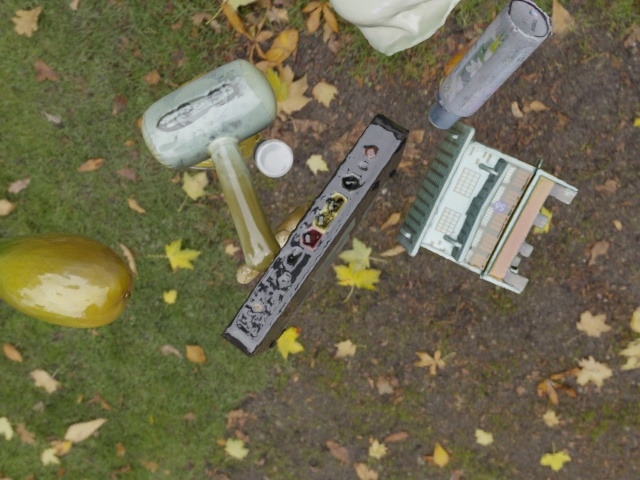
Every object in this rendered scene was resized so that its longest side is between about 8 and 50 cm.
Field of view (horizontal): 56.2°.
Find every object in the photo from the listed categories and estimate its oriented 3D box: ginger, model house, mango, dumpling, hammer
[{"bbox_3d":[-0.055,-0.009,1.241,0.333,0.148,0.081,-34,111,15],"label":"ginger"},{"bbox_3d":[0.266,-0.052,0.981,0.215,0.198,0.224,27,106,12],"label":"model house"},{"bbox_3d":[-0.300,0.039,0.674,0.194,0.130,0.092,8,109,14],"label":"mango"},{"bbox_3d":[0.087,-0.364,0.776,0.179,0.131,0.252,7,136,44],"label":"dumpling"},{"bbox_3d":[-0.124,-0.097,0.857,0.202,0.113,0.305,-27,75,8],"label":"hammer"}]

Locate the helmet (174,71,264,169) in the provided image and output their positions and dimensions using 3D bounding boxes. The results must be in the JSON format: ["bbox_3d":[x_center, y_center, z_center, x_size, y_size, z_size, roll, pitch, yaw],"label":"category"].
[{"bbox_3d":[-0.207,-0.243,1.133,0.205,0.257,0.140,5,123,1],"label":"helmet"}]

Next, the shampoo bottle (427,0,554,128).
[{"bbox_3d":[0.218,-0.229,0.818,0.072,0.072,0.214,29,148,-7],"label":"shampoo bottle"}]

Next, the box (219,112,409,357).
[{"bbox_3d":[0.000,0.000,0.822,0.058,0.211,0.350,35,87,5],"label":"box"}]

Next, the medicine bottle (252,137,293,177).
[{"bbox_3d":[-0.075,-0.129,0.922,0.057,0.089,0.057,-2,103,-10],"label":"medicine bottle"}]
